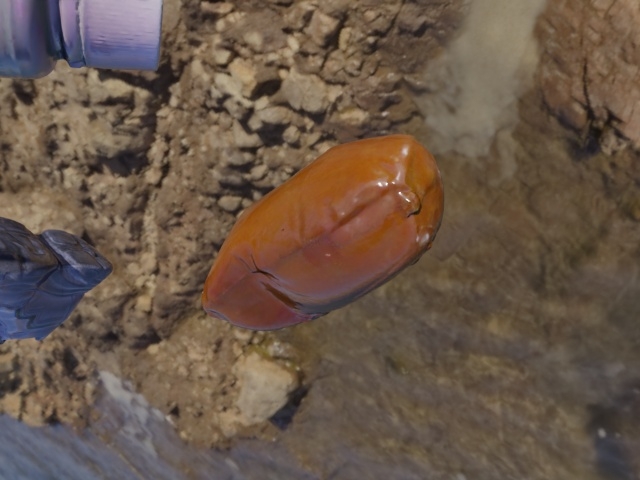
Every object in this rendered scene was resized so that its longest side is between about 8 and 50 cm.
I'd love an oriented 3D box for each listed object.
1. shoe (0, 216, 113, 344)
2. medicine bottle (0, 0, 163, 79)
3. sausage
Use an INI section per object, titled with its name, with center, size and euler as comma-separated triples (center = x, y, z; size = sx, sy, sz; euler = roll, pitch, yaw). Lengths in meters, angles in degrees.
[shoe]
center = -0.343, 0.055, 0.751
size = 0.095, 0.138, 0.245
euler = 37, -175, 15
[medicine bottle]
center = -0.325, -0.297, 0.739
size = 0.241, 0.301, 0.241
euler = -179, 90, -75
[sausage]
center = 0.000, 0.000, 0.416
size = 0.179, 0.089, 0.089
euler = -30, 100, 33
